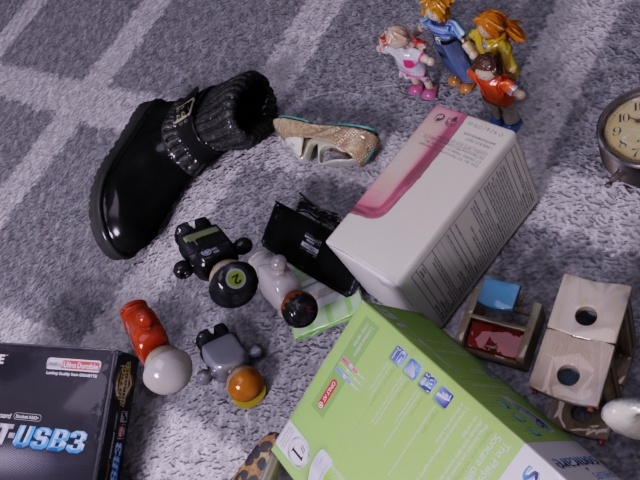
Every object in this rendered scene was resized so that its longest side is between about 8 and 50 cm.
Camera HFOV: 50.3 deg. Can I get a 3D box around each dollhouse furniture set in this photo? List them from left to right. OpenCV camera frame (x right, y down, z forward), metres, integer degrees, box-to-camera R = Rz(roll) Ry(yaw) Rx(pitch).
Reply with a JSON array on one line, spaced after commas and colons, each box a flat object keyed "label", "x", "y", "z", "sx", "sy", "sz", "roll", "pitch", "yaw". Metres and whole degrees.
[{"label": "dollhouse furniture set", "x": 0.223, "y": 0.114, "z": 0.729, "sx": 0.183, "sy": 0.129, "sz": 0.129, "roll": 12, "pitch": 66, "yaw": 33}]

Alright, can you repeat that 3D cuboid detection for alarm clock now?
[{"label": "alarm clock", "x": 0.412, "y": -0.142, "z": 0.838, "sx": 0.129, "sy": 0.064, "sz": 0.192, "roll": 0, "pitch": 62, "yaw": 29}]

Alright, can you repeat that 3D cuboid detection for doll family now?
[{"label": "doll family", "x": 0.204, "y": -0.275, "z": 0.975, "sx": 0.263, "sy": 0.163, "sz": 0.118, "roll": 33, "pitch": 79, "yaw": 39}]

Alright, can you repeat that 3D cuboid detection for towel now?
[{"label": "towel", "x": 0.000, "y": 0.058, "z": 0.964, "sx": 0.113, "sy": 0.023, "sz": 0.152, "roll": -24, "pitch": 53, "yaw": 16}]

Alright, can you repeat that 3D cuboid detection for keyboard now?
[{"label": "keyboard", "x": 0.000, "y": 0.000, "z": 0.972, "sx": 0.192, "sy": 0.038, "sz": 0.100, "roll": 30, "pitch": 103, "yaw": 37}]

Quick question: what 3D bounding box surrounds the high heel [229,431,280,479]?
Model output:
[{"label": "high heel", "x": -0.167, "y": 0.317, "z": 0.808, "sx": 0.186, "sy": 0.093, "sz": 0.261, "roll": 24, "pitch": 80, "yaw": 18}]

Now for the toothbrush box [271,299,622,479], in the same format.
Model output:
[{"label": "toothbrush box", "x": 0.111, "y": 0.225, "z": 0.682, "sx": 0.283, "sy": 0.122, "sz": 0.206, "roll": 40, "pitch": 106, "yaw": 42}]

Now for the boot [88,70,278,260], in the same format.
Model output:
[{"label": "boot", "x": -0.224, "y": -0.133, "z": 1.139, "sx": 0.260, "sy": 0.131, "sz": 0.348, "roll": -5, "pitch": 57, "yaw": 26}]

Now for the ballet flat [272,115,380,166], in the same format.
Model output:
[{"label": "ballet flat", "x": -0.003, "y": -0.153, "z": 1.075, "sx": 0.206, "sy": 0.073, "sz": 0.067, "roll": 13, "pitch": 81, "yaw": 38}]

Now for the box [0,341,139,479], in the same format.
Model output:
[{"label": "box", "x": -0.411, "y": 0.289, "z": 0.927, "sx": 0.295, "sy": 0.073, "sz": 0.293, "roll": 2, "pitch": 74, "yaw": 16}]

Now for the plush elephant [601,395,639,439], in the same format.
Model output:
[{"label": "plush elephant", "x": 0.337, "y": 0.213, "z": 0.484, "sx": 0.255, "sy": 0.272, "sz": 0.330, "roll": 44, "pitch": 54, "yaw": 8}]

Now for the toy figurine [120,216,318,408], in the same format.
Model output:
[{"label": "toy figurine", "x": -0.122, "y": 0.100, "z": 0.869, "sx": 0.213, "sy": 0.209, "sz": 0.148, "roll": -53, "pitch": 46, "yaw": 7}]

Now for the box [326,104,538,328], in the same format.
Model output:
[{"label": "box", "x": 0.144, "y": -0.026, "z": 0.853, "sx": 0.127, "sy": 0.148, "sz": 0.232, "roll": 32, "pitch": 78, "yaw": 40}]
